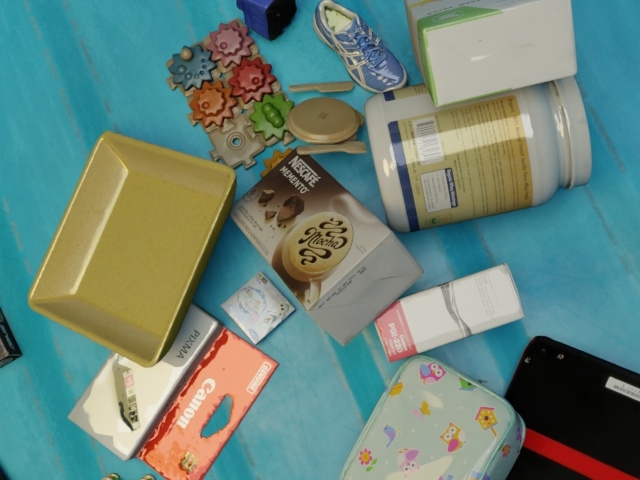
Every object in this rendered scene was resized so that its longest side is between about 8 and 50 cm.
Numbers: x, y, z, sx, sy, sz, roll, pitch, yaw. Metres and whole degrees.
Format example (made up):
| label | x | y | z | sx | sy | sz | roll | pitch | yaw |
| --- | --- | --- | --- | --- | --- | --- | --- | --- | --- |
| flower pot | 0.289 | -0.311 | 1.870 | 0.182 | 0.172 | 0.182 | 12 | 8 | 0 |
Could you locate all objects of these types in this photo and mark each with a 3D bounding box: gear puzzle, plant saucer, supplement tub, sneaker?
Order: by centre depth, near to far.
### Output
| label | x | y | z | sx | sy | sz | roll | pitch | yaw |
| --- | --- | --- | --- | --- | --- | --- | --- | --- | --- |
| supplement tub | 0.241 | -0.148 | 1.388 | 0.316 | 0.228 | 0.228 | -11 | 80 | 5 |
| plant saucer | -0.296 | 0.011 | 1.458 | 0.333 | 0.081 | 0.332 | 18 | 83 | 36 |
| sneaker | 0.062 | -0.330 | 1.513 | 0.211 | 0.081 | 0.080 | 42 | 87 | 10 |
| gear puzzle | -0.135 | -0.219 | 1.538 | 0.175 | 0.044 | 0.339 | -31 | 79 | 1 |

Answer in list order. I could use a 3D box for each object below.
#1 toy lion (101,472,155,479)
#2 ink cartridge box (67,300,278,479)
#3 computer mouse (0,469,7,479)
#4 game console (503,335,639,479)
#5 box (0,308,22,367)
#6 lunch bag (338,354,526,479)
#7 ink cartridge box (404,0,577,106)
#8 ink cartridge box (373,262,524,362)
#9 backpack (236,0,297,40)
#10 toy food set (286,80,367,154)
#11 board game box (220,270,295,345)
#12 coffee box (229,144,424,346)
| label | x | y | z | sx | sy | sz | roll | pitch | yaw |
| --- | --- | --- | --- | --- | --- | --- | --- | --- | --- |
| toy lion | -0.313 | 0.438 | 1.469 | 0.100 | 0.034 | 0.096 | 1 | 89 | 7 |
| ink cartridge box | -0.244 | 0.249 | 1.474 | 0.239 | 0.060 | 0.275 | 33 | 86 | 12 |
| computer mouse | -0.581 | 0.412 | 1.489 | 0.188 | 0.072 | 0.272 | -38 | 67 | 2 |
| game console | 0.425 | 0.362 | 1.322 | 0.386 | 0.060 | 0.342 | 22 | 80 | 30 |
| box | -0.676 | 0.135 | 1.543 | 0.216 | 0.060 | 0.270 | -29 | 79 | 2 |
| lunch bag | 0.168 | 0.324 | 1.364 | 0.224 | 0.108 | 0.279 | 27 | 83 | 35 |
| ink cartridge box | 0.242 | -0.330 | 1.354 | 0.207 | 0.353 | 0.119 | -13 | 115 | 5 |
| ink cartridge box | 0.196 | 0.114 | 1.388 | 0.218 | 0.158 | 0.092 | -21 | 83 | 4 |
| backpack | -0.093 | -0.414 | 1.526 | 0.101 | 0.120 | 0.098 | 37 | 77 | 16 |
| toy food set | 0.009 | -0.194 | 1.485 | 0.132 | 0.038 | 0.192 | -3 | 45 | -3 |
| board game box | -0.105 | 0.114 | 1.489 | 0.090 | 0.020 | 0.090 | -41 | 78 | -12 |
| coffee box | 0.000 | 0.000 | 1.377 | 0.168 | 0.119 | 0.297 | -42 | 43 | 0 |
